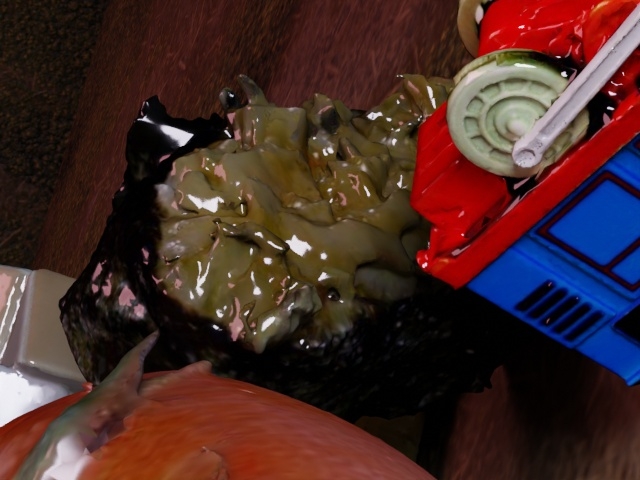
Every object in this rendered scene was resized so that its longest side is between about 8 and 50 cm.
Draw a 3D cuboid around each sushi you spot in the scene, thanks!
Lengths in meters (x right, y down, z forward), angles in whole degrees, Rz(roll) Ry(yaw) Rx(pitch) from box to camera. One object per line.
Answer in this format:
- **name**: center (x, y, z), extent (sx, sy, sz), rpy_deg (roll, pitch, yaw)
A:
- **sushi**: center (0.000, 0.000, 0.717), extent (0.147, 0.212, 0.115), rpy_deg (49, 133, 31)

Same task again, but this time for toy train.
- **toy train**: center (0.118, -0.055, 0.550), extent (0.204, 0.131, 0.083), rpy_deg (-44, 23, 38)

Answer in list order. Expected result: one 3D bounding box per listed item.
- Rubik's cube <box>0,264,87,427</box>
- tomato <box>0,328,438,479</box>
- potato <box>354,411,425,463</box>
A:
- **Rubik's cube**: center (-0.110, 0.110, 0.977), extent (0.265, 0.224, 0.213), rpy_deg (142, 146, -74)
- **tomato**: center (-0.060, 0.215, 0.570), extent (0.341, 0.273, 0.341), rpy_deg (-30, 36, 24)
- **potato**: center (-0.009, 0.118, 0.815), extent (0.090, 0.117, 0.225), rpy_deg (62, -135, -62)
